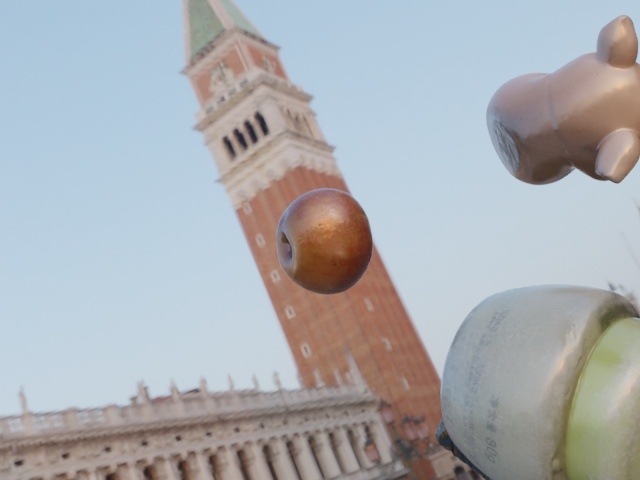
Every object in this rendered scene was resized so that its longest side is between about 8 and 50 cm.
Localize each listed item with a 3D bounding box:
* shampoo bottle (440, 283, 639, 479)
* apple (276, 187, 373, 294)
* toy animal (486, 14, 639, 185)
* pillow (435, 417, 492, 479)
[{"bbox_3d":[0.346,0.222,1.238,0.317,0.322,0.323,11,5,38],"label":"shampoo bottle"},{"bbox_3d":[0.000,0.000,1.564,0.162,0.201,0.201,-4,-27,-31],"label":"apple"},{"bbox_3d":[0.291,-0.144,1.002,0.154,0.166,0.250,-17,2,-21],"label":"toy animal"},{"bbox_3d":[0.331,0.363,1.483,0.034,0.256,0.188,-28,-30,-50],"label":"pillow"}]
